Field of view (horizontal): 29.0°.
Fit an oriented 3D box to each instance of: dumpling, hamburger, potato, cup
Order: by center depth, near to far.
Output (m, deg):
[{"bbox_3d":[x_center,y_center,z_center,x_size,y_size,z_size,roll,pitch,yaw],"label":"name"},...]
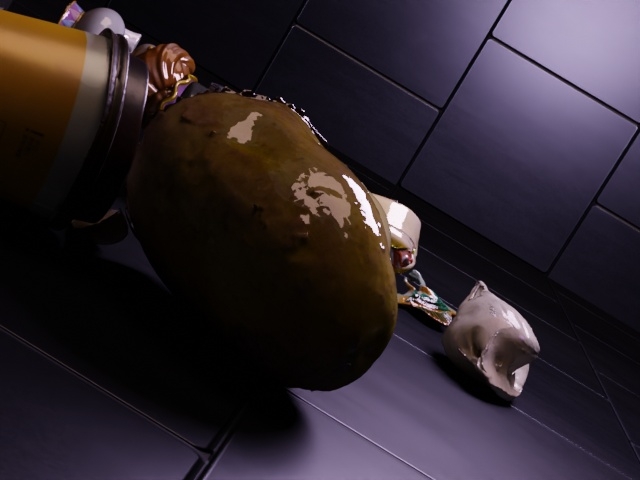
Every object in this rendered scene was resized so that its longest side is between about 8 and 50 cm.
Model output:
[{"bbox_3d":[-0.036,0.016,1.110,0.229,0.229,0.266,23,22,-40],"label":"potato"},{"bbox_3d":[-0.304,-0.130,1.110,0.280,0.196,0.196,19,13,-21],"label":"cup"},{"bbox_3d":[-0.214,-0.009,1.201,0.036,0.037,0.093,58,-22,-19],"label":"potato"},{"bbox_3d":[0.230,0.138,1.622,0.136,0.118,0.199,42,31,-25],"label":"dumpling"},{"bbox_3d":[0.049,-0.018,1.855,0.210,0.116,0.173,19,-3,2],"label":"hamburger"}]

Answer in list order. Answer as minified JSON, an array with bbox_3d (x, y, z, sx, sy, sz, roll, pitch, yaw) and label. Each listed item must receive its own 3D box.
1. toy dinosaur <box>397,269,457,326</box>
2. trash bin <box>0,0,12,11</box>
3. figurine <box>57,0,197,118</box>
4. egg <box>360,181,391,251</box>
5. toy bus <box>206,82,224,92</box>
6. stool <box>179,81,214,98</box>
[{"bbox_3d":[0.165,0.101,1.832,0.187,0.044,0.106,36,13,-11],"label":"toy dinosaur"},{"bbox_3d":[-0.454,-0.237,1.248,0.225,0.165,0.115,28,10,-1],"label":"trash bin"},{"bbox_3d":[-0.320,-0.286,2.052,0.263,0.142,0.189,31,40,-7],"label":"figurine"},{"bbox_3d":[0.003,0.001,1.455,0.164,0.164,0.201,34,9,17],"label":"egg"},{"bbox_3d":[-0.118,-0.178,2.222,0.138,0.112,0.317,29,9,-39],"label":"toy bus"},{"bbox_3d":[-0.146,-0.110,1.572,0.139,0.153,0.228,29,9,-10],"label":"stool"}]
